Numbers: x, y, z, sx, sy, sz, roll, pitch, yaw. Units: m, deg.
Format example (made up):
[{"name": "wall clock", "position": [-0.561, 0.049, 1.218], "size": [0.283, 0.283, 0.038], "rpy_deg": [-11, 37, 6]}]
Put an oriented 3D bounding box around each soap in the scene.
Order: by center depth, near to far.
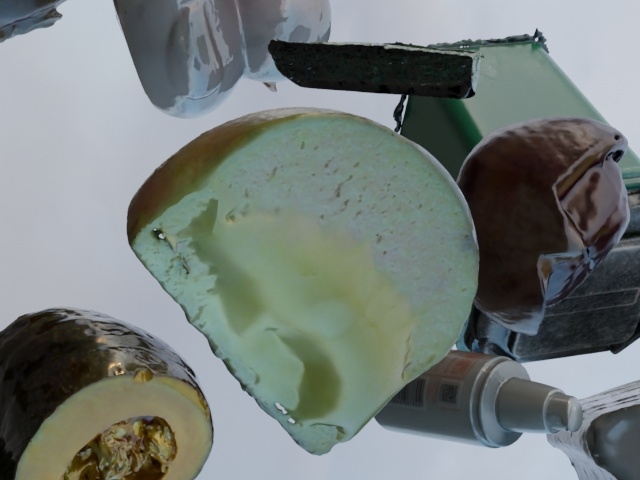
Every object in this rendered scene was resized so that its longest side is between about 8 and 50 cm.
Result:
[{"name": "soap", "position": [0.459, 0.260, 2.256], "size": [0.435, 0.350, 0.213], "rpy_deg": [49, 29, -87]}]

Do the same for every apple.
[{"name": "apple", "position": [0.000, 0.000, 1.266], "size": [0.265, 0.193, 0.120], "rpy_deg": [52, 10, -40]}]

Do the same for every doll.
[{"name": "doll", "position": [-0.097, -0.235, 1.923], "size": [0.221, 0.221, 0.251], "rpy_deg": [-103, 174, -47]}]

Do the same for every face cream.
[{"name": "face cream", "position": [0.173, 0.170, 2.050], "size": [0.251, 0.101, 0.101], "rpy_deg": [5, -91, 42]}]

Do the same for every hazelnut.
[{"name": "hazelnut", "position": [0.201, -0.014, 1.755], "size": [0.170, 0.160, 0.202], "rpy_deg": [-3, 98, -64]}]

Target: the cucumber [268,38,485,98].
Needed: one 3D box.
[{"name": "cucumber", "position": [0.058, -0.149, 1.636], "size": [0.220, 0.070, 0.046], "rpy_deg": [10, -71, 38]}]

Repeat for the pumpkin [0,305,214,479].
[{"name": "pumpkin", "position": [-0.232, 0.196, 1.558], "size": [0.317, 0.222, 0.139], "rpy_deg": [-61, -148, 22]}]

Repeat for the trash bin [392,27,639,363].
[{"name": "trash bin", "position": [0.244, -0.070, 2.299], "size": [0.381, 0.259, 0.295], "rpy_deg": [-117, -152, -42]}]

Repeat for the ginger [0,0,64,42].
[{"name": "ginger", "position": [-0.371, -0.289, 2.012], "size": [0.165, 0.321, 0.172], "rpy_deg": [34, -61, 56]}]
